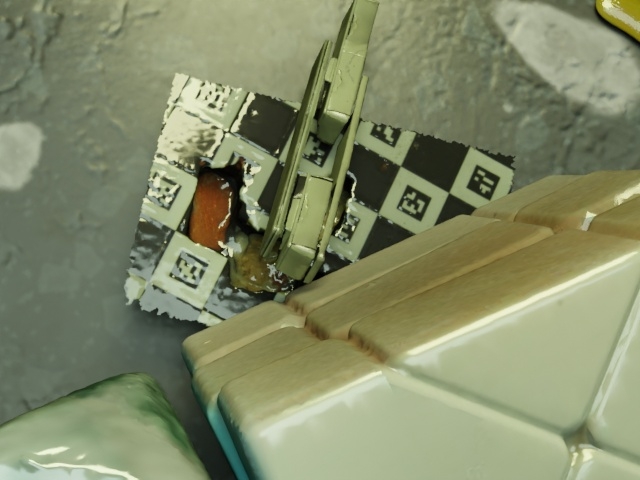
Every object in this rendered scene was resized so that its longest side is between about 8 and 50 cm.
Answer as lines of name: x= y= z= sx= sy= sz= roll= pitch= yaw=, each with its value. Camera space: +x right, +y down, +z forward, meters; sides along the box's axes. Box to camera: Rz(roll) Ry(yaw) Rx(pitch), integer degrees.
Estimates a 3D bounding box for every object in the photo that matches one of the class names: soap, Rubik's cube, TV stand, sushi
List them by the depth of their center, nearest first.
Rubik's cube: x=0.126 y=0.158 z=0.788 sx=0.319 sy=0.316 sz=0.321 roll=-24 pitch=99 yaw=-9
TV stand: x=0.004 y=-0.083 z=0.922 sx=0.042 sy=0.036 sz=0.249 roll=19 pitch=55 yaw=-7
sushi: x=0.000 y=0.000 z=0.958 sx=0.280 sy=0.043 sz=0.192 roll=13 pitch=76 yaw=-13
soap: x=0.263 y=-0.175 z=1.030 sx=0.089 sy=0.012 sz=0.034 roll=35 pitch=79 yaw=-1

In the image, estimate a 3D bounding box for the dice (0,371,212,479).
dice: x=-0.173 y=0.289 z=0.746 sx=0.328 sy=0.348 sz=0.330 roll=-28 pitch=87 yaw=-11
